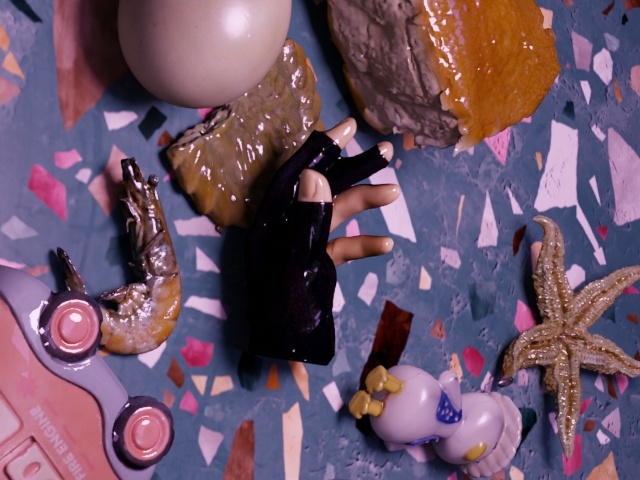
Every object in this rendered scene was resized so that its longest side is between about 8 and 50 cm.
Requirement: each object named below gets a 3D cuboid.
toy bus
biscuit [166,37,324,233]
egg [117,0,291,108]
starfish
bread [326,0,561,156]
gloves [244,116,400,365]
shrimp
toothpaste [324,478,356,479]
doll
[{"bbox_3d":[-0.305,0.175,1.503,0.232,0.194,0.288,-44,117,-26],"label":"toy bus"},{"bbox_3d":[-0.067,-0.113,1.879,0.273,0.036,0.187,-54,127,-37],"label":"biscuit"},{"bbox_3d":[-0.126,-0.264,1.728,0.188,0.188,0.254,39,50,-36],"label":"egg"},{"bbox_3d":[0.374,0.154,2.272,0.358,0.078,0.347,37,60,-37],"label":"starfish"},{"bbox_3d":[0.148,-0.277,1.984,0.250,0.225,0.279,-35,119,-36],"label":"bread"},{"bbox_3d":[-0.008,0.002,1.814,0.301,0.152,0.197,-62,168,-1],"label":"gloves"},{"bbox_3d":[-0.220,0.021,1.698,0.150,0.051,0.217,-14,99,-39],"label":"shrimp"},{"bbox_3d":[0.024,0.423,1.907,0.067,0.037,0.255,11,74,-39],"label":"toothpaste"},{"bbox_3d":[0.158,0.233,2.014,0.293,0.119,0.138,25,111,-41],"label":"doll"}]
